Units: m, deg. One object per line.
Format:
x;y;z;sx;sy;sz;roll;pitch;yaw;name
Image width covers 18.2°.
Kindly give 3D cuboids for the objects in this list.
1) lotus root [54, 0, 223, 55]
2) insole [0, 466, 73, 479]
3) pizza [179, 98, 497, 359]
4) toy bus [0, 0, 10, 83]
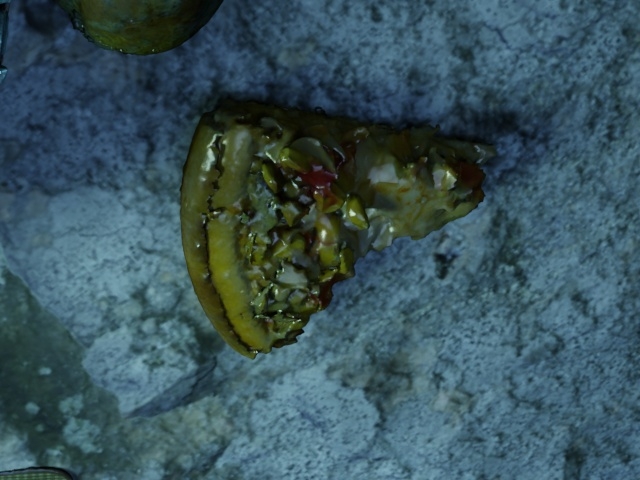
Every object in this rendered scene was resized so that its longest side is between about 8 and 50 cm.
-0.117;-0.252;1.418;0.160;0.152;0.275;-38;155;-42;lotus root
-0.347;0.237;1.819;0.253;0.005;0.086;-3;128;-21;insole
0.000;0.000;1.732;0.288;0.074;0.251;6;127;-24;pizza
-0.262;-0.232;1.398;0.121;0.120;0.265;4;124;-15;toy bus
